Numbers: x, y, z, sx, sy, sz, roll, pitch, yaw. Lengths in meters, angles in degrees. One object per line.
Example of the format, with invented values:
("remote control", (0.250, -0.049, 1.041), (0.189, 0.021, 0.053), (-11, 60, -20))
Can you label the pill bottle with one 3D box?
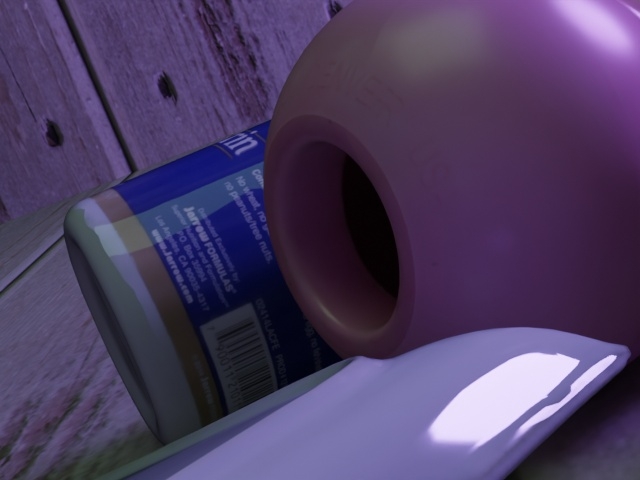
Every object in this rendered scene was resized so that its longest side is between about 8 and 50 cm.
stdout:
("pill bottle", (0.000, 0.000, 0.776), (0.265, 0.153, 0.153), (-24, 11, -16))

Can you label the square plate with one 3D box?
("square plate", (-0.123, 0.133, 0.394), (0.344, 0.049, 0.347), (-29, -2, 41))

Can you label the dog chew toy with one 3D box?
("dog chew toy", (0.140, -0.047, 0.649), (0.332, 0.206, 0.207), (-19, 8, -31))
